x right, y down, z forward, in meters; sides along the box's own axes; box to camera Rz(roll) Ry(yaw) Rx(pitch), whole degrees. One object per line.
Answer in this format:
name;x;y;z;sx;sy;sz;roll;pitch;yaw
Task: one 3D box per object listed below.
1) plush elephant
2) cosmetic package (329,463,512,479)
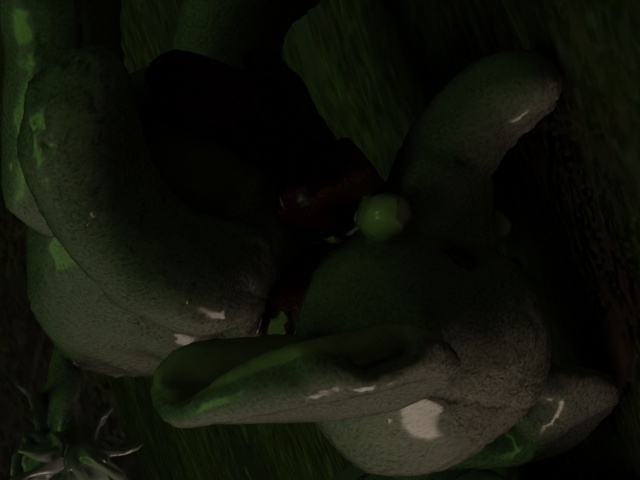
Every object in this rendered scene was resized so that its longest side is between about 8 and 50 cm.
plush elephant;0.000;0.000;0.889;0.272;0.255;0.330;15;-97;-67
cosmetic package;0.082;0.235;0.995;0.224;0.138;0.225;58;169;-12
